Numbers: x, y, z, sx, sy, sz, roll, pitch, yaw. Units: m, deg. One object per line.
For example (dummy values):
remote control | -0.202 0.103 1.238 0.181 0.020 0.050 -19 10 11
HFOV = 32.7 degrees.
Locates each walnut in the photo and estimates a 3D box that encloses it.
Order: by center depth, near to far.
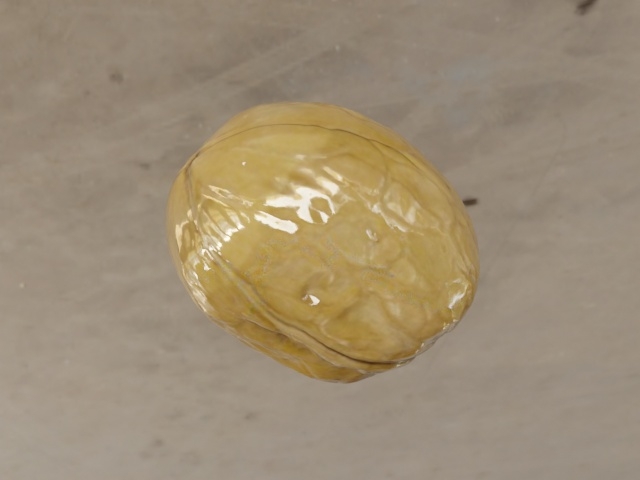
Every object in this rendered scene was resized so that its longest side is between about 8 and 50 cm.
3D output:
walnut | 0.000 0.000 0.681 0.197 0.165 0.165 32 139 -17
